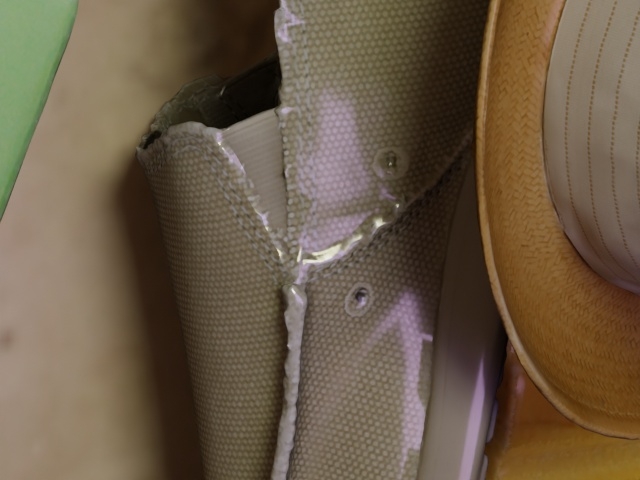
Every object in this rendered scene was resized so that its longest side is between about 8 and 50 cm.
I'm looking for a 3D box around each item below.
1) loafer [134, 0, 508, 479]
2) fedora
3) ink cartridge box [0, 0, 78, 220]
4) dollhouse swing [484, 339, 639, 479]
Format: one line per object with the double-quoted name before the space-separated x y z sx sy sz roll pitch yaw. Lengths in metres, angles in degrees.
"loafer" 0.000 0.000 0.436 0.092 0.102 0.269 14 102 -3
"fedora" 0.116 -0.039 0.380 0.194 0.079 0.194 -20 121 -37
"ink cartridge box" -0.202 0.084 0.284 0.207 0.119 0.353 22 88 -39
"dollhouse swing" 0.256 0.011 0.496 0.315 0.305 0.347 -3 104 -37
